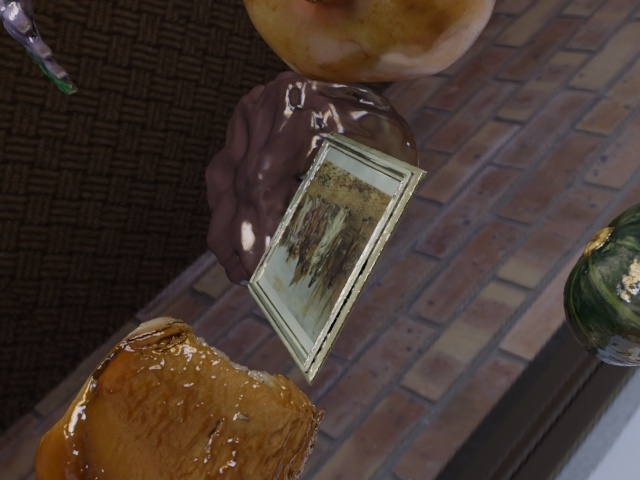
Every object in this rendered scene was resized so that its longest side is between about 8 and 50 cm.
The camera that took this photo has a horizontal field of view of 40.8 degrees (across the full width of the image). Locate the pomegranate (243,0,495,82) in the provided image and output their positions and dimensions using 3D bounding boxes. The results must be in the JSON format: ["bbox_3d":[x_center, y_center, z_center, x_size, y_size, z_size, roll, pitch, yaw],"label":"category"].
[{"bbox_3d":[0.039,-0.260,0.813,0.270,0.252,0.229,-43,139,-66],"label":"pomegranate"}]

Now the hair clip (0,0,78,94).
[{"bbox_3d":[-0.367,-0.263,1.124,0.052,0.124,0.195,-37,153,-11],"label":"hair clip"}]

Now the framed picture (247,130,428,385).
[{"bbox_3d":[0.000,0.000,0.854,0.017,0.274,0.217,25,94,-21],"label":"framed picture"}]

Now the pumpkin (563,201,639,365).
[{"bbox_3d":[0.295,0.039,0.783,0.167,0.167,0.125,-39,91,-26],"label":"pumpkin"}]

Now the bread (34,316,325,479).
[{"bbox_3d":[-0.069,0.109,0.431,0.129,0.044,0.126,33,77,-7],"label":"bread"}]

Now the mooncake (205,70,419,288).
[{"bbox_3d":[-0.041,-0.091,1.418,0.212,0.350,0.381,10,110,-33],"label":"mooncake"}]
